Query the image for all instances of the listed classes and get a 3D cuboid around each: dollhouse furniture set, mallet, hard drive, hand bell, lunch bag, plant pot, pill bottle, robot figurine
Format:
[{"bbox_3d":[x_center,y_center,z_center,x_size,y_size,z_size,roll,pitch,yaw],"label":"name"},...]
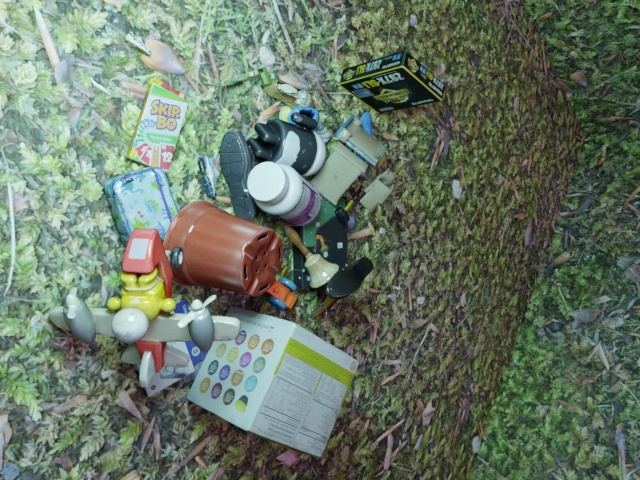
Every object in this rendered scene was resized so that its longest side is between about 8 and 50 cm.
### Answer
[{"bbox_3d":[0.142,-0.281,1.980,0.286,0.198,0.303,38,40,-5],"label":"dollhouse furniture set"},{"bbox_3d":[0.123,-0.140,2.009,0.189,0.039,0.062,-46,119,-35],"label":"mallet"},{"bbox_3d":[0.000,0.000,1.969,0.237,0.064,0.338,-5,97,-42],"label":"hard drive"},{"bbox_3d":[-0.055,0.038,1.833,0.126,0.126,0.242,-47,108,-30],"label":"hand bell"},{"bbox_3d":[-0.239,-0.523,1.713,0.152,0.076,0.058,-34,114,-36],"label":"dollhouse furniture set"},{"bbox_3d":[-0.506,-0.097,1.495,0.176,0.090,0.218,-27,111,-41],"label":"lunch bag"},{"bbox_3d":[-0.273,0.036,1.541,0.272,0.265,0.272,-31,127,-51],"label":"plant pot"},{"bbox_3d":[-0.121,-0.154,1.707,0.301,0.170,0.169,30,71,-69],"label":"pill bottle"},{"bbox_3d":[-0.111,-0.318,1.781,0.278,0.209,0.173,8,70,-41],"label":"robot figurine"}]

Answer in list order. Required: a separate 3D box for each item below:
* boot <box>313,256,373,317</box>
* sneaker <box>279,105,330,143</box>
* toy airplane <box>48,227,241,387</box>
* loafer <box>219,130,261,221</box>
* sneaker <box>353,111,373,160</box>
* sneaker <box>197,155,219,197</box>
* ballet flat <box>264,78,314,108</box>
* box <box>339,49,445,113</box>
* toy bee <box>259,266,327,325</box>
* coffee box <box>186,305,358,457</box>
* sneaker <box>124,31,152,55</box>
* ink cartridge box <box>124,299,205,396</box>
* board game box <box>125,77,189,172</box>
[{"bbox_3d":[0.042,0.192,1.881,0.096,0.280,0.264,44,39,1],"label":"boot"},{"bbox_3d":[-0.030,-0.414,1.873,0.240,0.126,0.091,17,81,-41],"label":"sneaker"},{"bbox_3d":[-0.463,0.212,1.351,0.386,0.272,0.384,-41,97,9],"label":"toy airplane"},{"bbox_3d":[-0.256,-0.216,1.716,0.095,0.109,0.302,-37,124,-56],"label":"loafer"},{"bbox_3d":[0.193,-0.423,2.105,0.069,0.082,0.209,15,81,-40],"label":"sneaker"},{"bbox_3d":[-0.345,-0.204,1.656,0.058,0.052,0.135,-20,106,-44],"label":"sneaker"},{"bbox_3d":[-0.094,-0.514,1.846,0.232,0.073,0.080,8,86,-42],"label":"ballet flat"},{"bbox_3d":[0.273,-0.601,2.003,0.257,0.322,0.079,25,75,-41],"label":"box"},{"bbox_3d":[-0.146,0.207,1.815,0.195,0.162,0.298,-38,92,-25],"label":"toy bee"},{"bbox_3d":[-0.151,0.451,1.675,0.338,0.338,0.334,39,67,-39],"label":"coffee box"},{"bbox_3d":[-0.518,-0.566,1.490,0.083,0.032,0.036,32,72,-39],"label":"sneaker"},{"bbox_3d":[-0.466,0.324,1.583,0.224,0.045,0.223,-28,111,-38],"label":"ink cartridge box"},{"bbox_3d":[-0.479,-0.342,1.541,0.124,0.039,0.259,22,76,-41],"label":"board game box"}]
